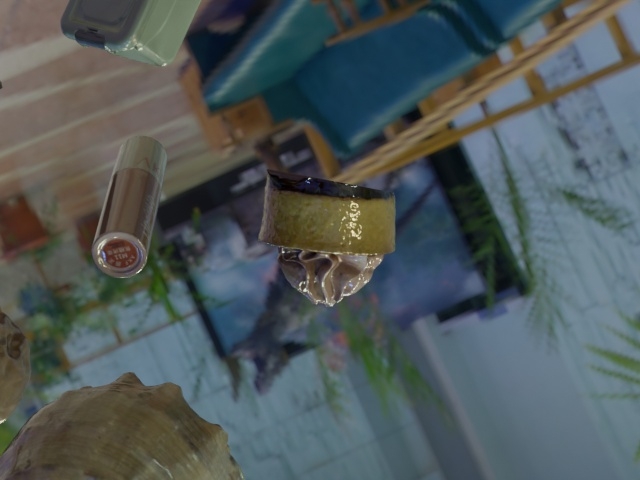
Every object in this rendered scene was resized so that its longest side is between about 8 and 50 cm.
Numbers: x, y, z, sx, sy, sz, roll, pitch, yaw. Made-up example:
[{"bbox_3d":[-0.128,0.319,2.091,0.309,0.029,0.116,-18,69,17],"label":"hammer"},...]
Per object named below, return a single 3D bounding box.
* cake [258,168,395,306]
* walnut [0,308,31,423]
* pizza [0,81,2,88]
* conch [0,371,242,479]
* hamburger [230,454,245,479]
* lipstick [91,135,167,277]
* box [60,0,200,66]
[{"bbox_3d":[0.000,0.000,1.919,0.208,0.178,0.185,13,-178,-19],"label":"cake"},{"bbox_3d":[-0.524,0.154,1.831,0.273,0.227,0.273,-3,178,0],"label":"walnut"},{"bbox_3d":[-0.604,-0.334,2.152,0.114,0.409,0.277,-23,134,-6],"label":"pizza"},{"bbox_3d":[-0.170,0.257,1.018,0.324,0.263,0.186,-33,169,-31],"label":"conch"},{"bbox_3d":[-0.142,0.282,1.572,0.062,0.133,0.140,-33,140,-36],"label":"hamburger"},{"bbox_3d":[-0.246,-0.049,1.784,0.070,0.070,0.254,-25,-151,15],"label":"lipstick"},{"bbox_3d":[-0.196,-0.276,1.520,0.124,0.172,0.093,19,171,36],"label":"box"}]
